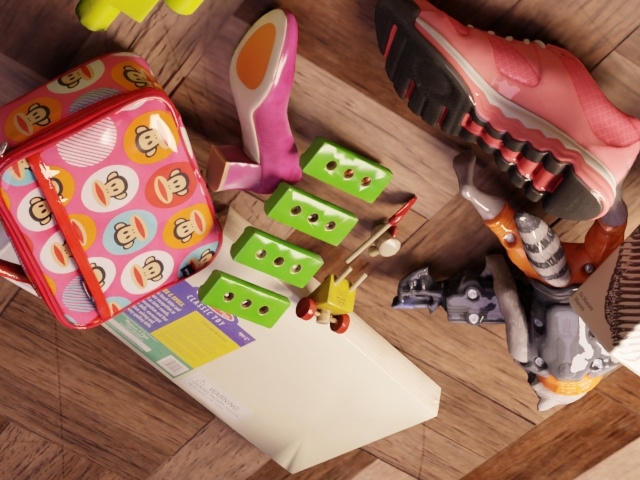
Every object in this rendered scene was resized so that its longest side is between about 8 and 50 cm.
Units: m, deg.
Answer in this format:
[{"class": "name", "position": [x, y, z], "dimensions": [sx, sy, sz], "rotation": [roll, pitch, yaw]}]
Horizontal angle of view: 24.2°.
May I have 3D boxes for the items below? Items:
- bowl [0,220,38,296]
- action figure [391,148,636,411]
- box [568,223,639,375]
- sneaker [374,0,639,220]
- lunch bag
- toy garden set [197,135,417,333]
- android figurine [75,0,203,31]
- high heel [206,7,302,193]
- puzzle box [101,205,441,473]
[{"class": "bowl", "position": [-0.356, 0.016, 1.892], "dimensions": [0.142, 0.053, 0.142], "rotation": [34, 133, -21]}, {"class": "action figure", "position": [0.229, 0.058, 1.696], "dimensions": [0.341, 0.178, 0.330], "rotation": [-6, 124, 16]}, {"class": "box", "position": [0.396, 0.012, 1.552], "dimensions": [0.094, 0.113, 0.275], "rotation": [32, 105, -32]}, {"class": "sneaker", "position": [0.193, -0.158, 1.530], "dimensions": [0.314, 0.136, 0.116], "rotation": [41, 156, 3]}, {"class": "lunch bag", "position": [-0.262, -0.045, 1.668], "dimensions": [0.258, 0.120, 0.293], "rotation": [-27, 137, -10]}, {"class": "toy garden set", "position": [0.000, 0.000, 1.745], "dimensions": [0.204, 0.049, 0.244], "rotation": [23, 115, -37]}, {"class": "android figurine", "position": [-0.205, -0.323, 1.490], "dimensions": [0.248, 0.056, 0.273], "rotation": [31, 137, -16]}, {"class": "high heel", "position": [-0.041, -0.149, 1.639], "dimensions": [0.117, 0.082, 0.244], "rotation": [-6, 129, -33]}, {"class": "puzzle box", "position": [-0.073, 0.141, 1.949], "dimensions": [0.272, 0.052, 0.409], "rotation": [-26, 124, 36]}]
